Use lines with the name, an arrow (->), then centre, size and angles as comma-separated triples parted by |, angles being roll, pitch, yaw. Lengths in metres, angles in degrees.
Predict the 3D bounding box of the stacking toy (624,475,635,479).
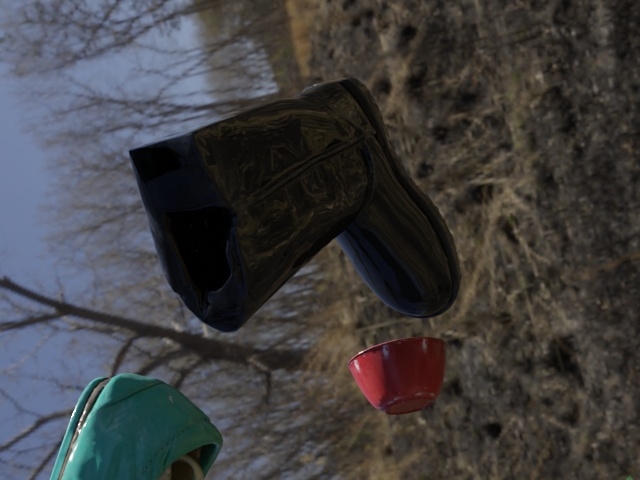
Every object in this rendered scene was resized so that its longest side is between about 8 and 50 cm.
stacking toy -> 0.483, 0.491, 1.454 | 0.052, 0.167, 0.221 | 37, -168, -39

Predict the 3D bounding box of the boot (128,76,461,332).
boot -> -0.001, -0.002, 1.121 | 0.367, 0.146, 0.445 | 60, -154, -3

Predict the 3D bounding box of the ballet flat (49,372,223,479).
ballet flat -> -0.110, 0.185, 0.438 | 0.083, 0.087, 0.247 | 60, -131, -66

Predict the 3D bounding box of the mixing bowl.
mixing bowl -> 0.145, 0.248, 1.670 | 0.181, 0.181, 0.098 | 68, -170, -64
